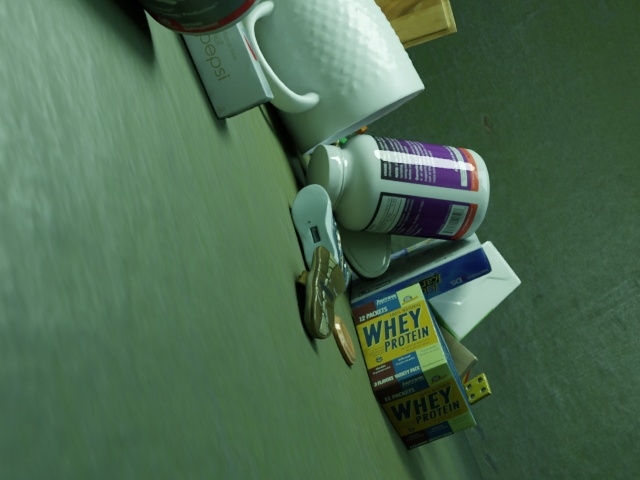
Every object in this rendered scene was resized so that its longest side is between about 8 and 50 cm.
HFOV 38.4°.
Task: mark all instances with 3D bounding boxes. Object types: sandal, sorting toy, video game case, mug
[{"bbox_3d":[-0.007,0.070,1.253,0.072,0.049,0.180,57,25,-27],"label":"sandal"},{"bbox_3d":[0.241,0.259,1.798,0.046,0.132,0.274,38,3,-35],"label":"sorting toy"},{"bbox_3d":[0.192,0.063,1.820,0.244,0.269,0.061,-78,144,-77],"label":"video game case"},{"bbox_3d":[-0.020,-0.357,1.753,0.374,0.276,0.328,-31,93,-52],"label":"mug"}]

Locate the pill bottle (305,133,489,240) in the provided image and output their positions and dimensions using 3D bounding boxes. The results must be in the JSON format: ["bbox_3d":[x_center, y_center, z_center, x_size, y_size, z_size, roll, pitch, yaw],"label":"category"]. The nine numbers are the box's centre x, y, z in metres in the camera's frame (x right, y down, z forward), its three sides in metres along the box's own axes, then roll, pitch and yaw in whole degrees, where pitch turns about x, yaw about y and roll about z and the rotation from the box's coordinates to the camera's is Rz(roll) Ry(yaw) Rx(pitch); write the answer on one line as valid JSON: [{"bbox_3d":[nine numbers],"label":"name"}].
[{"bbox_3d":[0.143,-0.101,1.733,0.181,0.322,0.182,-174,-90,-70],"label":"pill bottle"}]

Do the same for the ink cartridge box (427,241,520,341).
[{"bbox_3d":[0.264,0.140,2.037,0.119,0.207,0.353,51,-22,0],"label":"ink cartridge box"}]

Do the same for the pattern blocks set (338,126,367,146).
[{"bbox_3d":[0.017,-0.364,2.403,0.285,0.026,0.325,39,-21,41],"label":"pattern blocks set"}]

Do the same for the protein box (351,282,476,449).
[{"bbox_3d":[0.169,0.228,1.665,0.200,0.136,0.201,-104,169,-48],"label":"protein box"}]

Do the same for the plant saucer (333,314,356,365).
[{"bbox_3d":[0.036,0.152,1.418,0.083,0.013,0.083,-24,90,-83],"label":"plant saucer"}]

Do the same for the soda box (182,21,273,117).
[{"bbox_3d":[-0.139,-0.272,1.203,0.069,0.074,0.216,-56,123,-82],"label":"soda box"}]

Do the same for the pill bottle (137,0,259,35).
[{"bbox_3d":[-0.158,-0.330,0.895,0.283,0.161,0.161,43,25,-72],"label":"pill bottle"}]

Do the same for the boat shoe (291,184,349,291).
[{"bbox_3d":[0.000,0.000,1.460,0.083,0.065,0.183,63,14,-48],"label":"boat shoe"}]

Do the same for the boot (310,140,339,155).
[{"bbox_3d":[0.001,-0.265,2.227,0.295,0.104,0.211,68,14,-67],"label":"boot"}]

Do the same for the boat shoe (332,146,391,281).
[{"bbox_3d":[0.062,-0.044,1.845,0.091,0.109,0.305,106,-31,-57],"label":"boat shoe"}]

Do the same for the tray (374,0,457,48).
[{"bbox_3d":[0.070,-0.490,2.004,0.076,0.410,0.203,-96,168,-70],"label":"tray"}]
